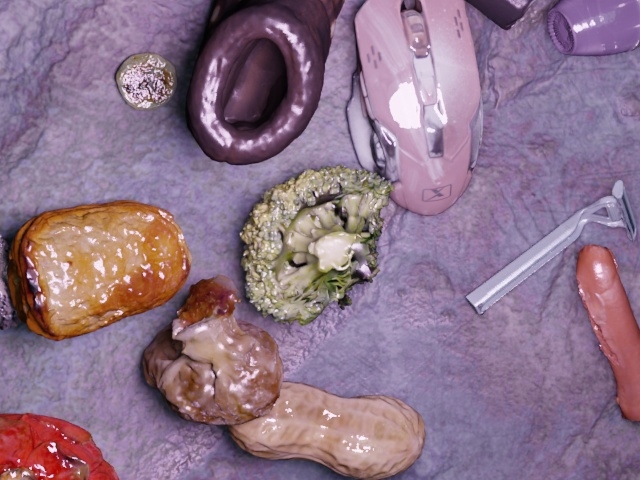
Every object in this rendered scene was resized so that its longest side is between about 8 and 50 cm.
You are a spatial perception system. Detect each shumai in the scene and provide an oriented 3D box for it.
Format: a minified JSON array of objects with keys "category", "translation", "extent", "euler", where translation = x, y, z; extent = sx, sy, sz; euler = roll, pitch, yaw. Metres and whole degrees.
[{"category":"shumai","translation":[-0.152,0.149,1.696],"extent":[0.209,0.153,0.161],"euler":[27,56,25]}]

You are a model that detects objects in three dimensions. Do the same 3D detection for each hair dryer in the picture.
[{"category":"hair dryer","translation":[0.425,-0.457,1.765],"extent":[0.301,0.121,0.361],"euler":[-23,96,-14]}]

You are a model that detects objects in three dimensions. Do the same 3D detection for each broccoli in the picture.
[{"category":"broccoli","translation":[0.000,-0.002,1.716],"extent":[0.226,0.176,0.198],"euler":[-20,114,15]}]

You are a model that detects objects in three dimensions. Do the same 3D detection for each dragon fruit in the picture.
[{"category":"dragon fruit","translation":[-0.368,0.334,1.685],"extent":[0.317,0.205,0.152],"euler":[34,91,-13]}]

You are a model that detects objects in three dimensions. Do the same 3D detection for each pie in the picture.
[{"category":"pie","translation":[-0.237,-0.220,1.720],"extent":[0.085,0.017,0.085],"euler":[-2,99,-10]}]

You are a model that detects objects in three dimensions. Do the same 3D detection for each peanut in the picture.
[{"category":"peanut","translation":[0.009,0.271,1.776],"extent":[0.298,0.136,0.120],"euler":[11,104,-11]}]

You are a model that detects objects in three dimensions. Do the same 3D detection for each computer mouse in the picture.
[{"category":"computer mouse","translation":[0.139,-0.218,1.730],"extent":[0.200,0.115,0.389],"euler":[-13,105,-11]}]

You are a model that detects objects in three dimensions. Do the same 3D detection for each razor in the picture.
[{"category":"razor","translation":[0.335,0.016,1.840],"extent":[0.278,0.056,0.111],"euler":[-31,138,2]}]

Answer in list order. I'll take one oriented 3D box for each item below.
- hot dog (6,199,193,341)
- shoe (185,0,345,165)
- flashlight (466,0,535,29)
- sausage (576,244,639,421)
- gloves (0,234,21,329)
[{"category":"hot dog","translation":[-0.304,0.037,1.692],"extent":[0.259,0.114,0.175],"euler":[-14,94,-39]},{"category":"shoe","translation":[-0.061,-0.281,1.629],"extent":[0.171,0.237,0.384],"euler":[23,94,-12]},{"category":"flashlight","translation":[0.120,-0.444,1.709],"extent":[0.424,0.103,0.103],"euler":[34,92,-12]},{"category":"sausage","translation":[0.442,0.143,1.844],"extent":[0.078,0.078,0.304],"euler":[-27,113,-5]},{"category":"gloves","translation":[-0.440,0.048,1.680],"extent":[0.070,0.114,0.153],"euler":[-24,103,-31]}]
